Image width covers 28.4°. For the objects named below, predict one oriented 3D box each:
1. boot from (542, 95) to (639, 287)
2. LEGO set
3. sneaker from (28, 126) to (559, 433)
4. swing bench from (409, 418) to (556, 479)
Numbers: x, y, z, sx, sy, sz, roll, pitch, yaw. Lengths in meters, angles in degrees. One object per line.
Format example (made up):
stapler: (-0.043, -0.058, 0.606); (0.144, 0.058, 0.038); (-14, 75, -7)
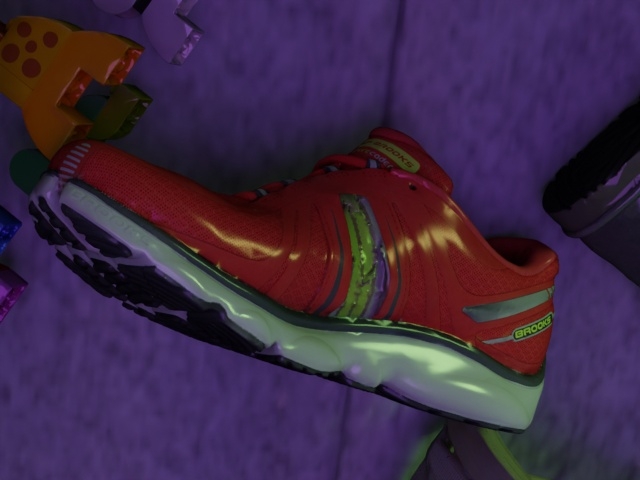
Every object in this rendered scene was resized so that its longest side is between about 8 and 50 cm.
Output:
boot: (0.237, -0.002, 0.626); (0.208, 0.076, 0.189); (42, 115, -14)
LEGO set: (-0.139, -0.058, 0.538); (0.093, 0.087, 0.227); (38, 100, 6)
sneaker: (0.000, 0.000, 0.565); (0.279, 0.107, 0.118); (22, 82, -37)
swing bench: (0.124, 0.257, 0.666); (0.255, 0.165, 0.253); (25, 107, -17)
